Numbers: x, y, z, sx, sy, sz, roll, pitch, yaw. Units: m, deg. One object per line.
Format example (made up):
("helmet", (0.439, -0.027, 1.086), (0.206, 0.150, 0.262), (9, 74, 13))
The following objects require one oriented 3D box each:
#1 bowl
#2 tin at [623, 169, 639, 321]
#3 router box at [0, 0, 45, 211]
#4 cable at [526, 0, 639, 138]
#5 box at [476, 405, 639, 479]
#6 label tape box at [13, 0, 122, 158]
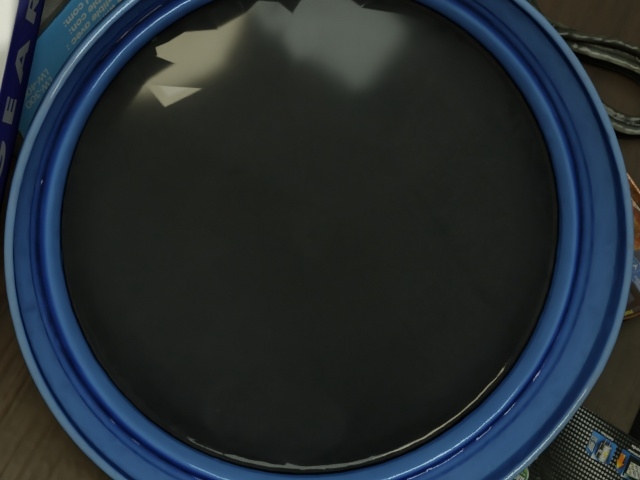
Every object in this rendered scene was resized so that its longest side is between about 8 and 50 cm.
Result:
("bowl", (0.000, 0.000, 1.013), (0.391, 0.077, 0.391), (-1, 100, -7))
("tin", (0.177, -0.024, 1.163), (0.106, 0.040, 0.189), (-28, 82, -24))
("router box", (-0.337, -0.087, 0.957), (0.301, 0.082, 0.335), (13, 90, -1))
("cable", (0.142, -0.174, 1.181), (0.139, 0.072, 0.287), (-41, 86, -16))
("box", (0.176, 0.217, 1.076), (0.191, 0.045, 0.184), (33, 61, -4))
("label tape box", (-0.195, -0.212, 1.091), (0.348, 0.115, 0.249), (36, 69, 1))
